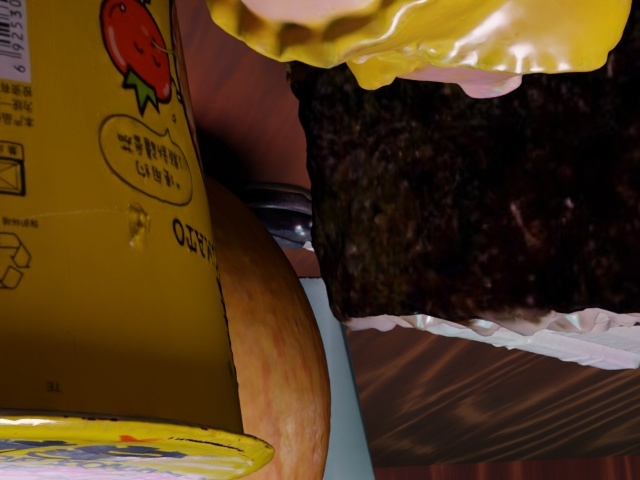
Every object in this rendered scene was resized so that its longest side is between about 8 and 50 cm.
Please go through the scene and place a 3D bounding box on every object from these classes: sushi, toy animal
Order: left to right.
[{"bbox_3d":[0.032,-0.127,0.635,0.156,0.156,0.229,-15,172,37],"label":"toy animal"},{"bbox_3d":[0.153,-0.051,0.832,0.348,0.208,0.234,-6,-178,36],"label":"sushi"}]

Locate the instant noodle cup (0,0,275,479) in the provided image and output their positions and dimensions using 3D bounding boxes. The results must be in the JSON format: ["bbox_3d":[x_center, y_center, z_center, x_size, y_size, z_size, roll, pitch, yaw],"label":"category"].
[{"bbox_3d":[-0.188,-0.014,0.745,0.325,0.254,0.325,-4,166,-1],"label":"instant noodle cup"}]

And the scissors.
[{"bbox_3d":[0.000,0.000,1.316,0.109,0.022,0.300,-8,166,29],"label":"scissors"}]

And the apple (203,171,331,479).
[{"bbox_3d":[-0.189,0.094,1.066,0.400,0.334,0.400,-15,-177,1],"label":"apple"}]

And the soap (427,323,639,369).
[{"bbox_3d":[0.247,0.021,1.278,0.208,0.115,0.347,-13,163,34],"label":"soap"}]

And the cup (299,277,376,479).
[{"bbox_3d":[-0.020,0.156,1.485,0.134,0.236,0.148,-14,160,34],"label":"cup"}]
